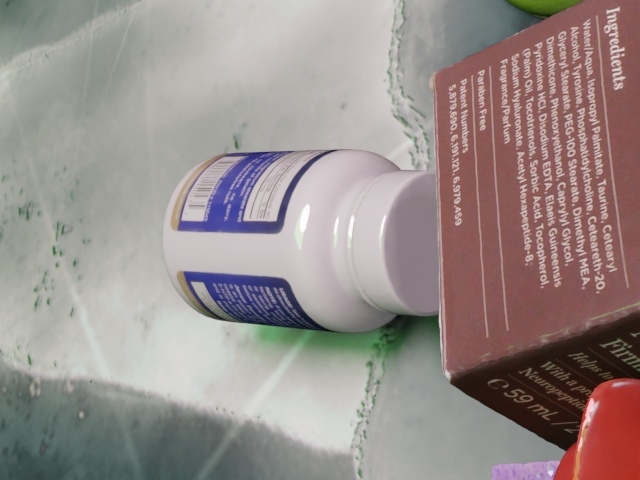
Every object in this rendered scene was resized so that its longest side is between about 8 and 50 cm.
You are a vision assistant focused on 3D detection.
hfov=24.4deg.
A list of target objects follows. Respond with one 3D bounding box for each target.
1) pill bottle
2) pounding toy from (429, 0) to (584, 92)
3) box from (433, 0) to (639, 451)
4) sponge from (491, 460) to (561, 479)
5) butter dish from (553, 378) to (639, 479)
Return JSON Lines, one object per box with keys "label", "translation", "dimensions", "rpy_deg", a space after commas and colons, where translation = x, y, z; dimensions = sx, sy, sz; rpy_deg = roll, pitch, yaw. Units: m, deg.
{"label": "pill bottle", "translation": [0.000, 0.000, 0.910], "dimensions": [0.186, 0.112, 0.112], "rpy_deg": [3, 78, 47]}
{"label": "pounding toy", "translation": [0.124, -0.206, 0.855], "dimensions": [0.183, 0.110, 0.237], "rpy_deg": [8, 82, 48]}
{"label": "box", "translation": [0.178, -0.011, 0.662], "dimensions": [0.203, 0.168, 0.167], "rpy_deg": [-23, 51, 35]}
{"label": "sponge", "translation": [0.174, 0.163, 0.730], "dimensions": [0.210, 0.031, 0.117], "rpy_deg": [-12, 68, 42]}
{"label": "butter dish", "translation": [0.153, 0.146, 0.649], "dimensions": [0.118, 0.160, 0.160], "rpy_deg": [168, 111, -68]}
